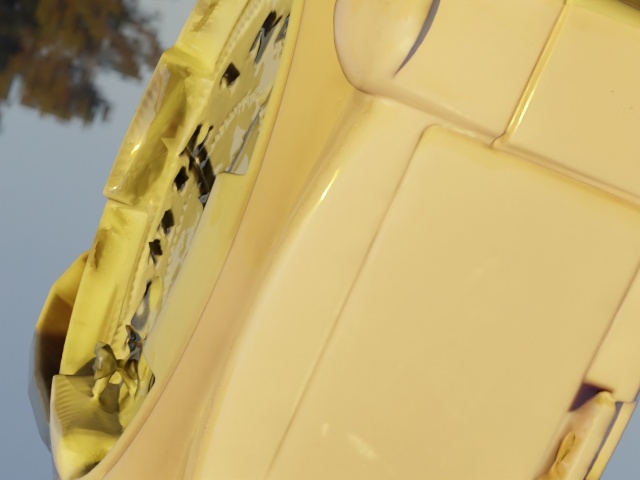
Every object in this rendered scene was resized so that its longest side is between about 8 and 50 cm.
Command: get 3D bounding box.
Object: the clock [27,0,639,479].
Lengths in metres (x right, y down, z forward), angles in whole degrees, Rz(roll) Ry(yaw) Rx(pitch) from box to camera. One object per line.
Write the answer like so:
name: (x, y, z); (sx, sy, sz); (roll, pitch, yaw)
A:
clock: (0.000, 0.000, 0.736); (0.184, 0.342, 0.326); (25, -170, -23)
